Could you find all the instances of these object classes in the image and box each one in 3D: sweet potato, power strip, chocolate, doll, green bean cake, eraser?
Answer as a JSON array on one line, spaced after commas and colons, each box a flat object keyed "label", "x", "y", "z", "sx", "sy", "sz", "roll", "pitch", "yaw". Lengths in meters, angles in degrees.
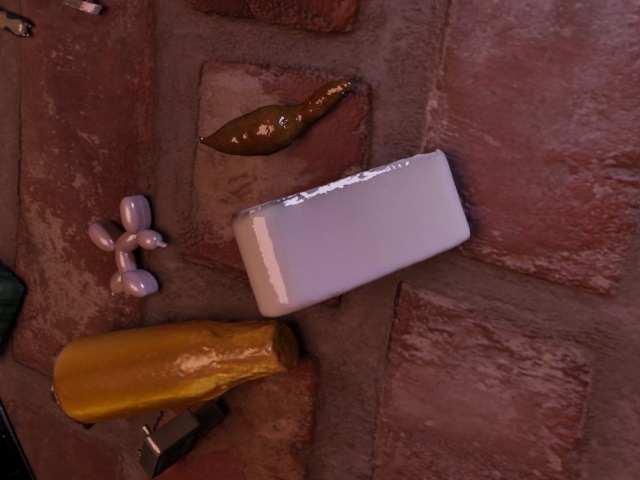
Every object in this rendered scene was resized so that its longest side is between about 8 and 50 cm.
[{"label": "sweet potato", "x": -0.062, "y": -0.173, "z": 1.561, "sx": 0.270, "sy": 0.075, "sz": 0.074, "roll": -19, "pitch": 89, "yaw": 24}, {"label": "power strip", "x": -0.232, "y": 0.318, "z": 1.722, "sx": 0.061, "sy": 0.145, "sz": 0.215, "roll": 53, "pitch": 156, "yaw": 10}, {"label": "chocolate", "x": -0.232, "y": 0.211, "z": 1.708, "sx": 0.446, "sy": 0.162, "sz": 0.162, "roll": -12, "pitch": 93, "yaw": 29}, {"label": "doll", "x": -0.325, "y": 0.022, "z": 1.772, "sx": 0.161, "sy": 0.059, "sz": 0.160, "roll": -35, "pitch": 79, "yaw": 32}, {"label": "green bean cake", "x": -0.687, "y": 0.121, "z": 1.977, "sx": 0.193, "sy": 0.107, "sz": 0.208, "roll": 34, "pitch": 108, "yaw": 22}, {"label": "eraser", "x": 0.000, "y": 0.000, "z": 1.414, "sx": 0.331, "sy": 0.331, "sz": 0.149, "roll": -16, "pitch": 91, "yaw": 34}, {"label": "doll", "x": -0.563, "y": -0.392, "z": 1.856, "sx": 0.125, "sy": 0.027, "sz": 0.037, "roll": 23, "pitch": 104, "yaw": 27}]

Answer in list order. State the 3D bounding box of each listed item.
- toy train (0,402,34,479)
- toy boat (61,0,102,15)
[{"label": "toy train", "x": -0.659, "y": 0.397, "z": 2.044, "sx": 0.088, "sy": 0.086, "sz": 0.407, "roll": -29, "pitch": 83, "yaw": 39}, {"label": "toy boat", "x": -0.391, "y": -0.446, "z": 1.741, "sx": 0.096, "sy": 0.034, "sz": 0.122, "roll": 23, "pitch": 102, "yaw": 27}]
